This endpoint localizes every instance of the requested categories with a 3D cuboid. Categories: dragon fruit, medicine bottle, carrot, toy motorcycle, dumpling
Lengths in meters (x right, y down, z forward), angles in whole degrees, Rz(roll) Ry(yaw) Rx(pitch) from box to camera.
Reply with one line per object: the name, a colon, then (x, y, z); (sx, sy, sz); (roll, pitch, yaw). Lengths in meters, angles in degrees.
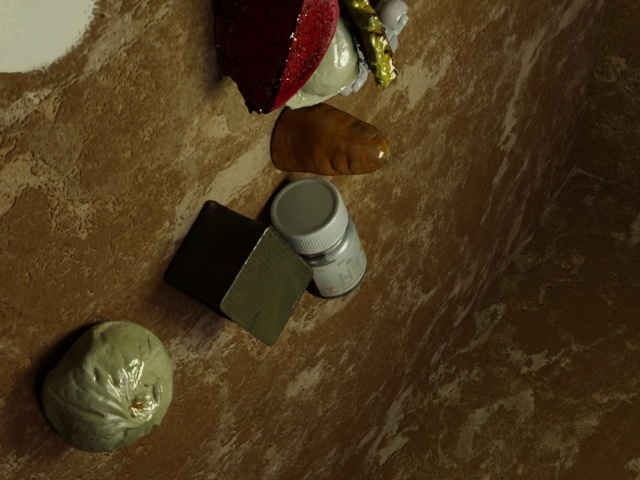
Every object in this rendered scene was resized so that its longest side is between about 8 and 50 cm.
dragon fruit: (-0.067, -0.338, 1.293); (0.189, 0.163, 0.261); (-4, 136, -30)
medicine bottle: (0.000, 0.000, 1.703); (0.165, 0.165, 0.273); (-55, 152, -20)
carrot: (0.036, -0.187, 1.567); (0.159, 0.225, 0.159); (-42, 142, -45)
toy motorcycle: (0.098, -0.401, 1.654); (0.254, 0.113, 0.112); (-56, 151, -18)
dumpling: (-0.027, -0.342, 1.441); (0.179, 0.131, 0.252); (-37, 139, -3)

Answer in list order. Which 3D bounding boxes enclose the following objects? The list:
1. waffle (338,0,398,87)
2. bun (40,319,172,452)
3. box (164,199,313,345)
waffle: (0.067, -0.412, 1.462); (0.059, 0.243, 0.238); (-29, 159, 6)
bun: (-0.343, 0.259, 1.321); (0.244, 0.153, 0.243); (-38, 143, -35)
box: (-0.148, 0.069, 1.522); (0.184, 0.143, 0.273); (-61, 153, -10)
